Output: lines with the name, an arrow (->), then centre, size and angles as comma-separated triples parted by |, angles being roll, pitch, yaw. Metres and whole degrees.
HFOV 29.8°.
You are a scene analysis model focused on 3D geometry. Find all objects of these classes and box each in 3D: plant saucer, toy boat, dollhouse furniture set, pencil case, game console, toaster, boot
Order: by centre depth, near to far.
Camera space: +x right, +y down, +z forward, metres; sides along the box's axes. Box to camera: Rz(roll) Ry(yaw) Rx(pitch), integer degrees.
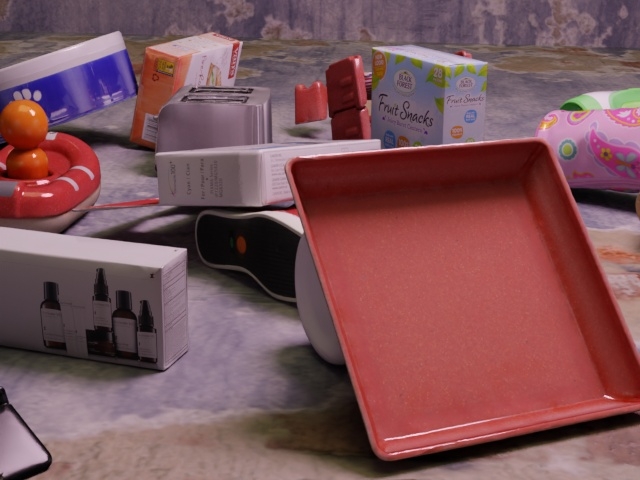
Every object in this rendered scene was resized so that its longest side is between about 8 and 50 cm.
game console -> -0.276, 0.156, 0.861 | 0.122, 0.071, 0.107 | -16, -7, -46
plant saucer -> 0.114, 0.043, 0.979 | 0.259, 0.259, 0.047 | -6, -25, -25
boot -> 0.000, 0.000, 1.286 | 0.176, 0.088, 0.244 | -8, 15, -33
toy boat -> -0.357, -0.097, 1.462 | 0.151, 0.151, 0.231 | 3, 17, 6
pencil case -> 0.425, -0.115, 1.583 | 0.284, 0.124, 0.124 | 6, 16, 39
toaster -> -0.148, -0.161, 1.767 | 0.186, 0.110, 0.168 | 2, 17, 2
dollhouse furniture set -> 0.077, -0.193, 1.903 | 0.201, 0.152, 0.374 | -6, 1, -22

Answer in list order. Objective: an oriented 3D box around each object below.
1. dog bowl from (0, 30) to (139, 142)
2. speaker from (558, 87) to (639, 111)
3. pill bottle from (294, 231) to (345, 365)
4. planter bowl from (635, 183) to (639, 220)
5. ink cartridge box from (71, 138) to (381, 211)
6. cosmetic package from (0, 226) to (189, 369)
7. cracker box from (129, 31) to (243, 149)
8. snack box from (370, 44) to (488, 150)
dog bowl -> -0.421, -0.237, 1.876 | 0.265, 0.104, 0.265 | -17, 12, 4
speaker -> 0.500, -0.163, 1.793 | 0.297, 0.131, 0.131 | -5, 18, -21
pill bottle -> 0.104, 0.034, 1.090 | 0.229, 0.131, 0.131 | -6, 18, -24
planter bowl -> 0.439, -0.052, 1.406 | 0.109, 0.162, 0.162 | -41, 37, -25
ink cartridge box -> -0.105, -0.079, 1.433 | 0.261, 0.066, 0.296 | 0, 6, 28
cosmetic package -> -0.239, 0.047, 1.079 | 0.239, 0.098, 0.060 | 6, 17, 17
cracker box -> -0.214, -0.245, 1.952 | 0.067, 0.155, 0.232 | 19, 22, 15
snack box -> 0.133, -0.135, 1.531 | 0.070, 0.207, 0.174 | -7, 18, -28
